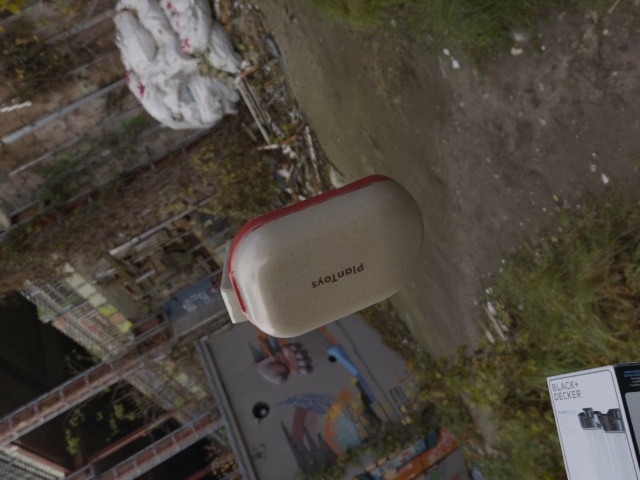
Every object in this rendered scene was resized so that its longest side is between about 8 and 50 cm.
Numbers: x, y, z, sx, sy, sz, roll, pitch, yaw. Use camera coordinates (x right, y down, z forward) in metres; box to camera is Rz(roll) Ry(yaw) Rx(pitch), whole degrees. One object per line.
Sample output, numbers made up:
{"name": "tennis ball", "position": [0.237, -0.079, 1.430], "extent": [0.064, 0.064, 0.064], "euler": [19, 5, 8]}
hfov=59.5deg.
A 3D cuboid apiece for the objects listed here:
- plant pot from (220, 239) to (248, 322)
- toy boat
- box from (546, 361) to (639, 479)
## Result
{"name": "plant pot", "position": [-0.109, 0.069, 0.971], "extent": [0.109, 0.096, 0.109], "euler": [83, -175, -51]}
{"name": "toy boat", "position": [0.000, 0.000, 0.651], "extent": [0.151, 0.231, 0.151], "euler": [-129, 23, -53]}
{"name": "box", "position": [0.447, 0.335, 0.828], "extent": [0.169, 0.087, 0.289], "euler": [123, 144, -68]}
